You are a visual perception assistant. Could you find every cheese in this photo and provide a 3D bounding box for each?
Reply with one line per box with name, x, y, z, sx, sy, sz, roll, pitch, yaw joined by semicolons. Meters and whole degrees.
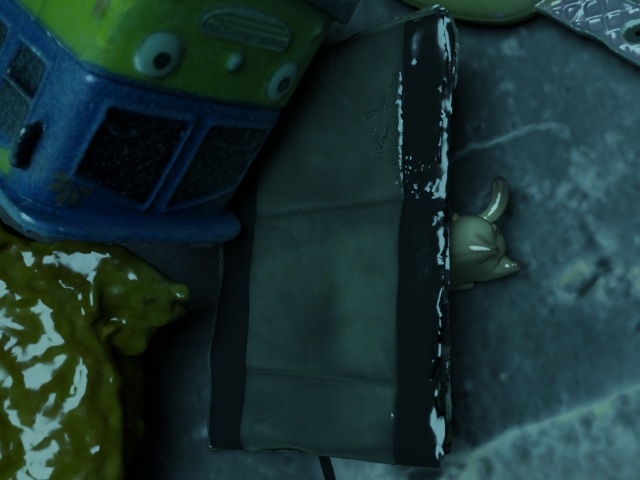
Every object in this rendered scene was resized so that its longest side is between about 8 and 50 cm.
cheese;0.113;-0.146;0.532;0.192;0.037;0.097;38;95;25

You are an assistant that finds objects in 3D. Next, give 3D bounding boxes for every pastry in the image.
pastry;-0.217;0.089;0.544;0.240;0.132;0.235;20;83;-4

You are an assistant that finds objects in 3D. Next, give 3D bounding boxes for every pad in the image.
pad;0.000;0.000;0.527;0.174;0.022;0.232;-7;75;42

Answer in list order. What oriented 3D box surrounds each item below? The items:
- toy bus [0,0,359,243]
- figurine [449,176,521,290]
toy bus;-0.148;-0.152;0.547;0.312;0.152;0.190;42;113;31
figurine;0.064;0.000;0.520;0.083;0.047;0.050;-14;57;27
